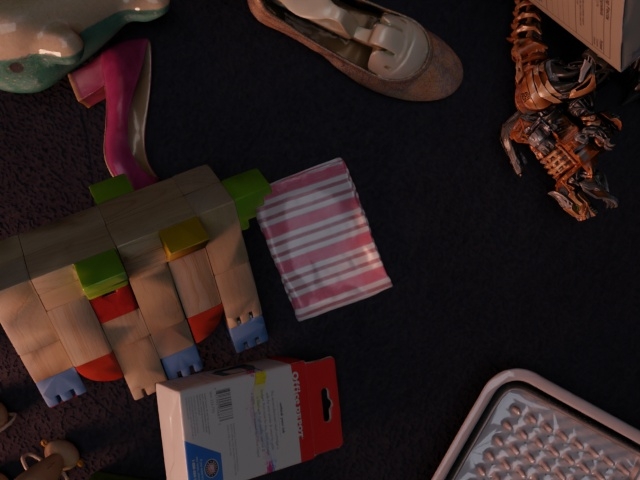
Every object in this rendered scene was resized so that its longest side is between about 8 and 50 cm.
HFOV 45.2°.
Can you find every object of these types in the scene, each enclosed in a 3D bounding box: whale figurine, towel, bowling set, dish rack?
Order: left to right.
[{"bbox_3d":[-0.494,0.307,1.022,0.287,0.154,0.200,37,110,-4],"label":"bowling set"},{"bbox_3d":[-0.330,-0.277,0.989,0.272,0.141,0.216,-17,49,-15],"label":"whale figurine"},{"bbox_3d":[0.000,0.000,1.056,0.144,0.029,0.197,-21,93,1],"label":"towel"},{"bbox_3d":[0.318,0.353,1.057,0.333,0.072,0.285,29,92,-2],"label":"dish rack"}]

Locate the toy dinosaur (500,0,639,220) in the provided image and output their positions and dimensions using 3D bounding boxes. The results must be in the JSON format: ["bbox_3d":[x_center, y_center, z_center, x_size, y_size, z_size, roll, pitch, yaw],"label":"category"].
[{"bbox_3d":[0.331,-0.196,1.002,0.219,0.164,0.321,-20,108,15],"label":"toy dinosaur"}]

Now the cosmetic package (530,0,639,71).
[{"bbox_3d":[0.289,-0.364,0.917,0.113,0.160,0.309,-40,63,0],"label":"cosmetic package"}]

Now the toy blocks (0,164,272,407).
[{"bbox_3d":[-0.231,0.081,0.966,0.382,0.190,0.260,-22,131,-16],"label":"toy blocks"}]

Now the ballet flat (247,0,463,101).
[{"bbox_3d":[0.046,-0.270,1.007,0.316,0.106,0.107,22,92,-2],"label":"ballet flat"}]

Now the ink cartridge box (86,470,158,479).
[{"bbox_3d":[-0.245,0.462,1.037,0.189,0.097,0.255,9,91,-2],"label":"ink cartridge box"}]

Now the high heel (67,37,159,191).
[{"bbox_3d":[-0.234,-0.145,1.024,0.117,0.082,0.244,-26,83,2],"label":"high heel"}]

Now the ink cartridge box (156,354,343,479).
[{"bbox_3d":[-0.088,0.232,1.011,0.231,0.078,0.134,-7,93,-34],"label":"ink cartridge box"}]
